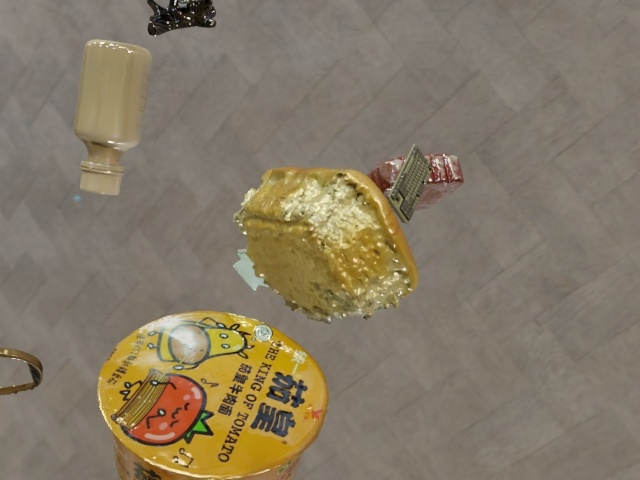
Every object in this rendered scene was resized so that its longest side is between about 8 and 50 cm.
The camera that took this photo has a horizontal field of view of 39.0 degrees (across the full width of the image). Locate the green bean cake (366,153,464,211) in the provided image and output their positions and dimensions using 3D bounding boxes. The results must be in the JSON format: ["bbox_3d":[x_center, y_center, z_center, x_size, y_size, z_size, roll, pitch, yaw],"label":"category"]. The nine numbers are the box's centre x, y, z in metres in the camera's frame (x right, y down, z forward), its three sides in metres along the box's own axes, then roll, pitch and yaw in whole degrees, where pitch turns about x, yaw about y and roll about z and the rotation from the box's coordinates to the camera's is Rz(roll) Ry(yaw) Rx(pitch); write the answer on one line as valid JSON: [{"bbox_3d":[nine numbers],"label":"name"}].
[{"bbox_3d":[0.135,-0.088,1.379,0.135,0.136,0.056,134,128,-63],"label":"green bean cake"}]

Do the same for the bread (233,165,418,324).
[{"bbox_3d":[0.000,0.000,1.024,0.245,0.121,0.174,9,125,64],"label":"bread"}]

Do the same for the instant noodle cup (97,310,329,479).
[{"bbox_3d":[-0.110,0.200,0.889,0.216,0.216,0.172,30,130,25],"label":"instant noodle cup"}]

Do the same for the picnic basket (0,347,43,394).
[{"bbox_3d":[-0.233,0.092,0.618,0.072,0.083,0.072,180,90,-78],"label":"picnic basket"}]

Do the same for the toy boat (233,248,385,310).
[{"bbox_3d":[-0.002,0.022,1.374,0.067,0.291,0.220,-47,60,42],"label":"toy boat"}]

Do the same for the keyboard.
[{"bbox_3d":[0.123,-0.078,1.225,0.015,0.129,0.049,-15,120,34],"label":"keyboard"}]

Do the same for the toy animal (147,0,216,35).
[{"bbox_3d":[-0.240,-0.450,1.485,0.117,0.121,0.210,-119,21,-66],"label":"toy animal"}]

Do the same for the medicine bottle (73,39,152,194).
[{"bbox_3d":[-0.354,-0.203,1.517,0.114,0.114,0.252,11,95,33],"label":"medicine bottle"}]
